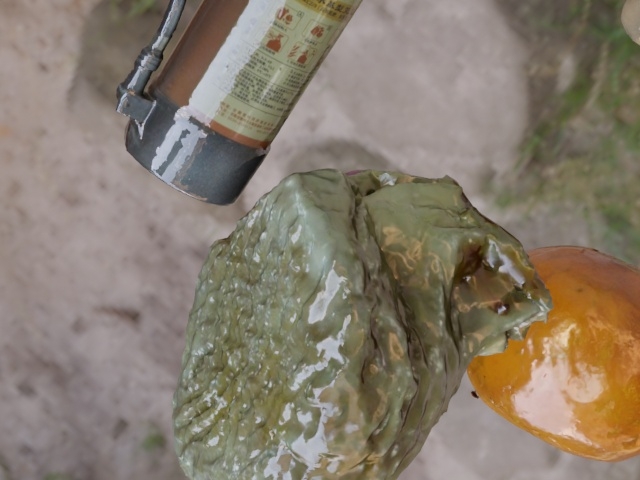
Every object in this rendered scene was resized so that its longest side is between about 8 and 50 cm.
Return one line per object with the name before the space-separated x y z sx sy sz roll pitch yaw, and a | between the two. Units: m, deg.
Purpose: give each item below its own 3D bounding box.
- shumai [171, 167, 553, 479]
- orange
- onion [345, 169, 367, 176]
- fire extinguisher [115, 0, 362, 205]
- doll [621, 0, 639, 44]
shumai | 0.030 0.088 1.251 0.261 0.222 0.225 -62 35 21
orange | 0.305 0.128 2.130 0.284 0.284 0.226 28 103 16
onion | 0.050 -0.031 2.279 0.115 0.115 0.104 40 -171 -3
fire extinguisher | -0.037 -0.213 1.442 0.113 0.376 0.200 42 -164 31
doll | 0.345 -0.293 1.583 0.196 0.152 0.256 50 124 14
